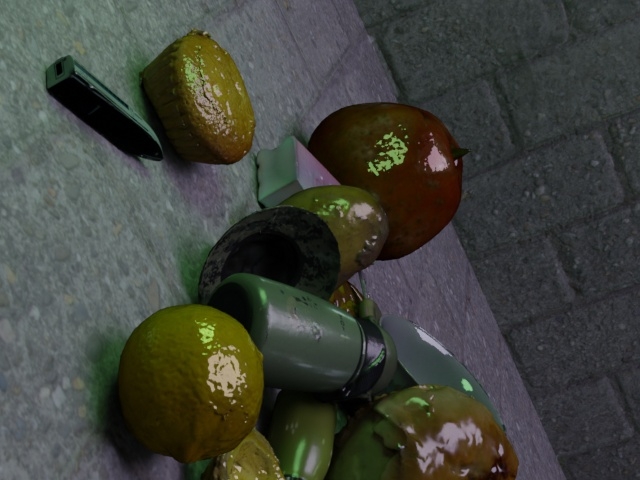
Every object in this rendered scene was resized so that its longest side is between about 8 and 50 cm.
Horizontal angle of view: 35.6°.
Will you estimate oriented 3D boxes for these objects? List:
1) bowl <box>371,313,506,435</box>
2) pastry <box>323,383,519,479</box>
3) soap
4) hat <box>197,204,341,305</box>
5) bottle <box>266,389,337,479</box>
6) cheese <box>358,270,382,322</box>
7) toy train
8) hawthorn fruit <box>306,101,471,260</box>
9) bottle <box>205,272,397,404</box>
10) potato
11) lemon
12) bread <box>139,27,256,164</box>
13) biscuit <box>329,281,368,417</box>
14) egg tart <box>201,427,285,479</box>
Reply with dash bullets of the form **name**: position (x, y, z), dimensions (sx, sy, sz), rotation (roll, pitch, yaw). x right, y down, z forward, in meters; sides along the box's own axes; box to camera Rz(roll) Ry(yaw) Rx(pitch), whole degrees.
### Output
- **bowl**: position (0.201, 0.323, 2.038), dimensions (0.345, 0.157, 0.345), rotation (40, 14, -12)
- **pastry**: position (0.163, 0.451, 1.751), dimensions (0.409, 0.245, 0.410), rotation (-1, 92, -37)
- **soap**: position (-0.007, -0.053, 2.137), dimensions (0.324, 0.109, 0.193), rotation (45, 32, -44)
- **hat**: position (-0.110, 0.044, 1.695), dimensions (0.128, 0.265, 0.265), rotation (28, -25, 53)
- **bottle**: position (-0.036, 0.344, 1.637), dimensions (0.112, 0.112, 0.260), rotation (61, 20, -25)
- **cheese**: position (0.106, 0.148, 2.168), dimensions (0.097, 0.037, 0.192), rotation (48, 25, -52)
- **toy train**: position (-0.317, -0.192, 1.514), dimensions (0.252, 0.055, 0.048), rotation (43, 22, -55)
- **hawthorn fruit**: position (0.173, -0.153, 2.372), dimensions (0.403, 0.402, 0.403), rotation (56, 22, -36)
- **bottle**: position (-0.020, 0.171, 1.626), dimensions (0.347, 0.168, 0.168), rotation (21, 47, -39)
- **potato**: position (0.000, 0.000, 1.895), dimensions (0.229, 0.266, 0.229), rotation (57, 18, -30)
- **lemon**: position (-0.168, 0.183, 1.300), dimensions (0.192, 0.192, 0.231), rotation (52, 24, -43)
- **bread**: position (-0.208, -0.237, 1.734), dimensions (0.240, 0.139, 0.240), rotation (55, 23, -37)
- **biscuit**: position (0.077, 0.238, 2.157), dimensions (0.394, 0.070, 0.350), rotation (23, 49, -67)
- **egg tart**: position (-0.110, 0.373, 1.424), dimensions (0.213, 0.090, 0.213), rotation (57, 20, -34)
